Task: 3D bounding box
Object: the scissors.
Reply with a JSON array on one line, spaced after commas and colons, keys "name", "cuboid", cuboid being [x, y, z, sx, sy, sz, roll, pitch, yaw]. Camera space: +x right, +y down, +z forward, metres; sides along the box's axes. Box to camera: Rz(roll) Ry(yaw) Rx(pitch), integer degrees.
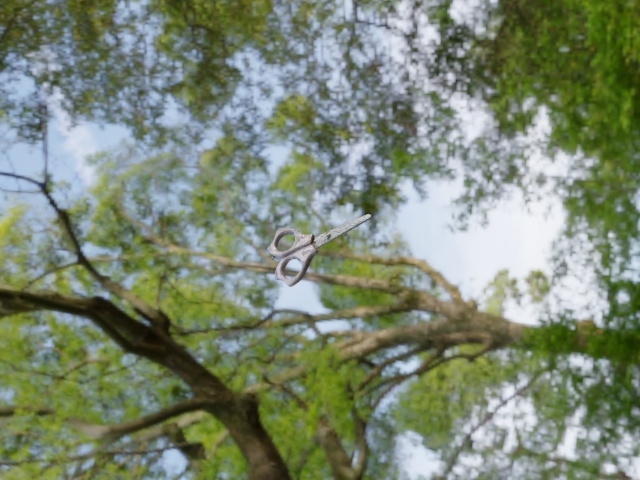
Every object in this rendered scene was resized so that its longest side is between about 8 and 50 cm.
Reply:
[{"name": "scissors", "cuboid": [0.000, 0.000, 1.453, 0.015, 0.189, 0.100, 27, -137, -53]}]
